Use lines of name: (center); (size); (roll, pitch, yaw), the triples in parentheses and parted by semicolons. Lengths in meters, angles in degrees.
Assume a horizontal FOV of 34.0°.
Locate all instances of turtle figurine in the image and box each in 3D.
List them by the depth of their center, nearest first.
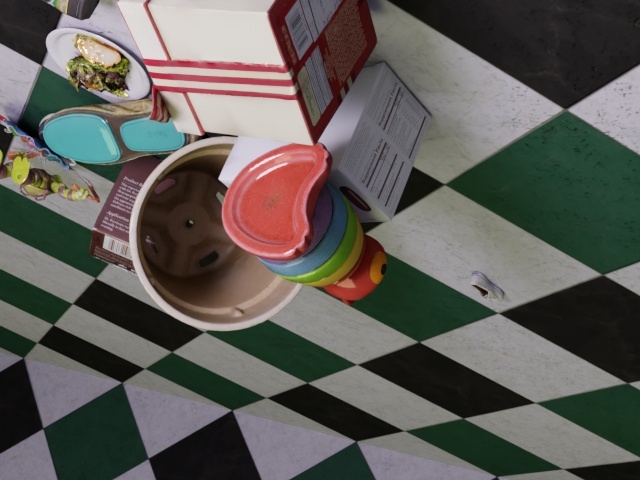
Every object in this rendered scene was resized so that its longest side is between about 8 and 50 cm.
turtle figurine: (-0.623, -0.137, 2.247); (0.270, 0.087, 0.217); (30, -178, 21)

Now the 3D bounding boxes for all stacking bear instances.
stacking bear: (0.000, 0.000, 1.542); (0.164, 0.175, 0.289); (1, 156, 34)

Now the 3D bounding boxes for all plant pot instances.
plant pot: (-0.211, -0.020, 1.921); (0.334, 0.333, 0.305); (31, 173, -20)

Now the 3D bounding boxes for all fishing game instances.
fishing game: (-0.607, -0.199, 2.196); (0.189, 0.041, 0.264); (32, 174, 43)

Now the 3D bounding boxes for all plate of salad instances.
plate of salad: (-0.400, -0.304, 1.863); (0.200, 0.048, 0.200); (17, 156, 8)

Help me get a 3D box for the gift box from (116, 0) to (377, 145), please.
gift box: (-0.111, -0.281, 1.365); (0.258, 0.276, 0.255); (11, 138, 28)

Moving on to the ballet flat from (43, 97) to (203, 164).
ballet flat: (-0.353, -0.209, 1.937); (0.349, 0.123, 0.123); (-1, 148, 30)

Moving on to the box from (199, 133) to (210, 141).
box: (-0.248, -0.184, 2.013); (0.094, 0.027, 0.137); (5, 151, 31)

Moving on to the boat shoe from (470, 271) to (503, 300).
boat shoe: (0.335, 0.102, 2.117); (0.035, 0.035, 0.100); (-3, 146, 44)

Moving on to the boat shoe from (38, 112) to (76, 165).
boat shoe: (-0.486, -0.200, 2.112); (0.255, 0.079, 0.095); (8, 160, 33)

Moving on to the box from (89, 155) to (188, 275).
box: (-0.362, -0.047, 2.178); (0.169, 0.203, 0.167); (24, 156, -5)

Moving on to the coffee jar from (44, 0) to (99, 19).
coffee jar: (-0.425, -0.415, 1.609); (0.184, 0.079, 0.096); (26, 153, -8)

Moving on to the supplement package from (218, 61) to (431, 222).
supplement package: (0.006, -0.146, 1.662); (0.262, 0.204, 0.145); (-2, 146, 43)
